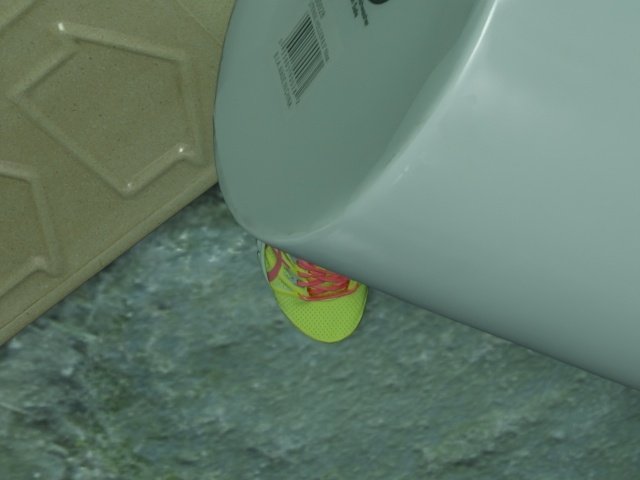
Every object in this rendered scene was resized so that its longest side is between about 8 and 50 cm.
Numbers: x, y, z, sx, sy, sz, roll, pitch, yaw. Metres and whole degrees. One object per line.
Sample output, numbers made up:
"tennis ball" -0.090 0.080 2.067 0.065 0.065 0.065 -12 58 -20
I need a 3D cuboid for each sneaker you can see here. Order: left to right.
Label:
"sneaker" 0.000 0.000 1.173 0.081 0.094 0.208 -11 130 -5

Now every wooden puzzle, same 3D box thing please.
"wooden puzzle" -0.215 -0.108 1.062 0.348 0.080 0.322 -39 125 12

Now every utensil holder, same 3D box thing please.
"utensil holder" 0.178 -0.083 0.990 0.385 0.328 0.327 21 120 -28
